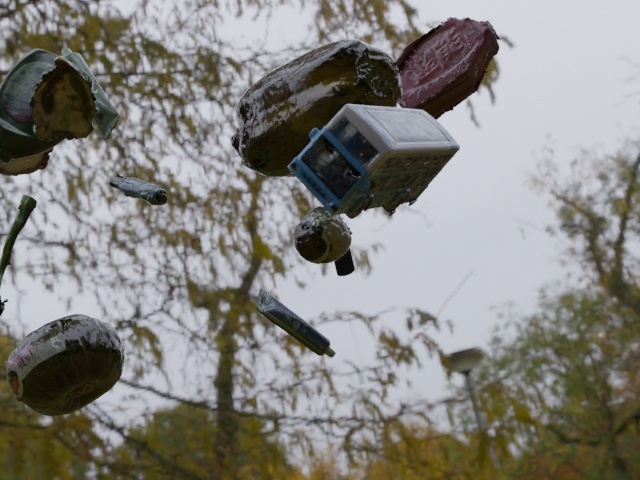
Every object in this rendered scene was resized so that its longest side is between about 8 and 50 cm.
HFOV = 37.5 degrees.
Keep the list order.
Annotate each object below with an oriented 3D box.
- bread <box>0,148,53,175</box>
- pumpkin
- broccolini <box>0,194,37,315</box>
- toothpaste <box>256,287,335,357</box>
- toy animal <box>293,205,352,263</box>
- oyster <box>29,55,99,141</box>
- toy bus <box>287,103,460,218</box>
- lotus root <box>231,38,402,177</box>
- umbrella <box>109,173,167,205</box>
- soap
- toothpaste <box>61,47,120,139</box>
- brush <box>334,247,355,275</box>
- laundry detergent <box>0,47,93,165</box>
[{"bbox_3d":[-0.719,-0.244,2.128,0.123,0.190,0.244,15,15,18],"label":"bread"},{"bbox_3d":[-0.556,0.259,2.057,0.260,0.189,0.260,-25,-22,-11],"label":"pumpkin"},{"bbox_3d":[-0.549,0.041,1.666,0.058,0.254,0.071,29,-20,-25],"label":"broccolini"},{"bbox_3d":[-0.044,0.159,1.723,0.035,0.057,0.197,-34,-60,31],"label":"toothpaste"},{"bbox_3d":[0.000,0.000,1.580,0.098,0.098,0.137,-10,-18,-5],"label":"toy animal"},{"bbox_3d":[-0.385,-0.214,1.416,0.103,0.051,0.148,-2,-41,-26],"label":"oyster"},{"bbox_3d":[0.082,-0.111,1.292,0.131,0.106,0.297,-48,-15,21],"label":"toy bus"},{"bbox_3d":[-0.020,-0.216,1.612,0.179,0.195,0.398,21,-24,-33],"label":"lotus root"},{"bbox_3d":[-0.470,-0.129,2.407,0.053,0.052,0.250,-30,30,-33],"label":"umbrella"},{"bbox_3d":[0.302,-0.418,2.269,0.289,0.182,0.112,-33,-30,8],"label":"soap"},{"bbox_3d":[-0.437,-0.285,1.778,0.041,0.218,0.064,-2,-39,-50],"label":"toothpaste"},{"bbox_3d":[0.038,-0.018,2.048,0.016,0.193,0.063,-8,-9,-39],"label":"brush"},{"bbox_3d":[-0.459,-0.199,1.505,0.137,0.210,0.063,26,-25,-5],"label":"laundry detergent"}]
